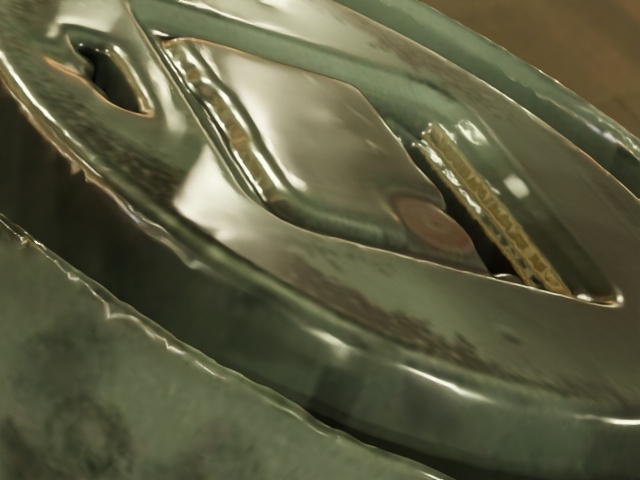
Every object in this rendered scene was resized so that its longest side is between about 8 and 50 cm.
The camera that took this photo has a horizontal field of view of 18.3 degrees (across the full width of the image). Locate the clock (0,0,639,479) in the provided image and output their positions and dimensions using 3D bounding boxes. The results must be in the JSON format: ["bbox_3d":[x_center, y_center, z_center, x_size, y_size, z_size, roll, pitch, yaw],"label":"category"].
[{"bbox_3d":[0.001,-0.001,0.503,0.313,0.061,0.312,25,22,-11],"label":"clock"}]
